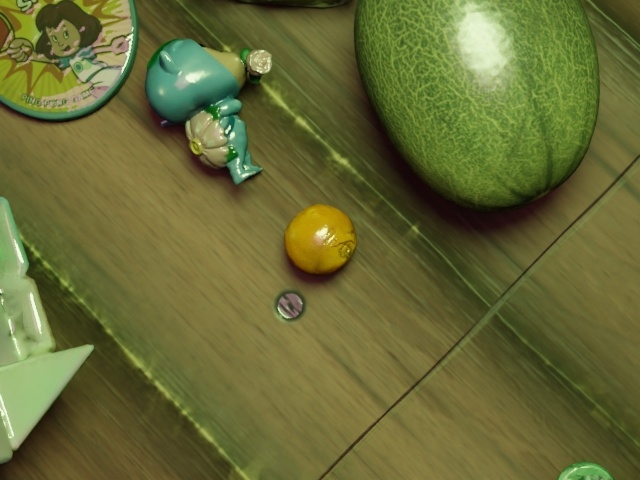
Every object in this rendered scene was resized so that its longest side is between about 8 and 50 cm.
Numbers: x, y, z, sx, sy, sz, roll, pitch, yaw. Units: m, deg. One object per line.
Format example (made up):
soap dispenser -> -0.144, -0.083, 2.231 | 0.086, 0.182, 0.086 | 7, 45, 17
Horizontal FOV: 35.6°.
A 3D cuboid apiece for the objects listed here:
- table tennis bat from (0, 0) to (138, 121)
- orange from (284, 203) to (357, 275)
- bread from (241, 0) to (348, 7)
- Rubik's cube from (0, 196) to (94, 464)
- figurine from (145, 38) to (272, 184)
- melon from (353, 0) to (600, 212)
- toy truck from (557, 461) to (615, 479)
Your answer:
table tennis bat -> -0.347, -0.297, 1.197 | 0.215, 0.044, 0.329 | -28, 84, 3
orange -> 0.001, -0.001, 1.110 | 0.083, 0.083, 0.084 | -1, 84, 5
bread -> -0.035, -0.369, 1.138 | 0.209, 0.110, 0.192 | 8, 86, 6
Rubik's cube -> -0.442, 0.129, 0.996 | 0.387, 0.368, 0.359 | -20, 83, 6
figurine -> -0.111, -0.156, 1.132 | 0.144, 0.114, 0.178 | -31, 94, -6
melon -> 0.165, -0.179, 1.035 | 0.237, 0.237, 0.302 | -23, 87, 3
toy truck -> 0.234, 0.335, 1.019 | 0.278, 0.155, 0.156 | -18, 91, 3
